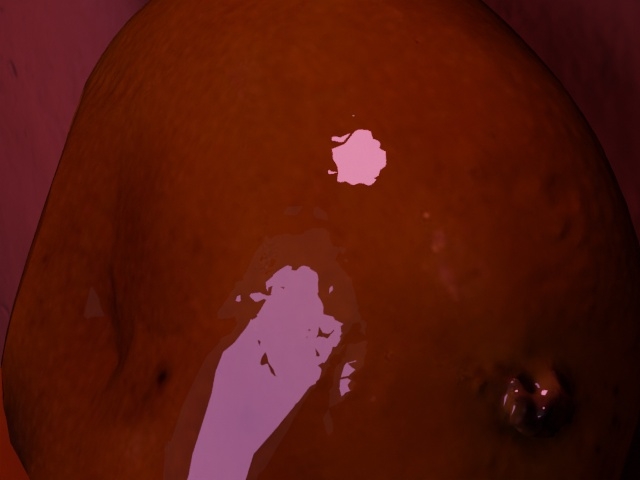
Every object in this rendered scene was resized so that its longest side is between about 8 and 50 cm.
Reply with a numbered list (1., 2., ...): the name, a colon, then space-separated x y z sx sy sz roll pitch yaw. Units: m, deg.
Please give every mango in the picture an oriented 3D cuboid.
1. mango: 0.000 0.000 0.501 0.236 0.136 0.166 43 113 50

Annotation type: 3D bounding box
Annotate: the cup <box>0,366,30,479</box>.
1. cup: -0.073 0.183 0.613 0.264 0.182 0.226 -130 26 -50
